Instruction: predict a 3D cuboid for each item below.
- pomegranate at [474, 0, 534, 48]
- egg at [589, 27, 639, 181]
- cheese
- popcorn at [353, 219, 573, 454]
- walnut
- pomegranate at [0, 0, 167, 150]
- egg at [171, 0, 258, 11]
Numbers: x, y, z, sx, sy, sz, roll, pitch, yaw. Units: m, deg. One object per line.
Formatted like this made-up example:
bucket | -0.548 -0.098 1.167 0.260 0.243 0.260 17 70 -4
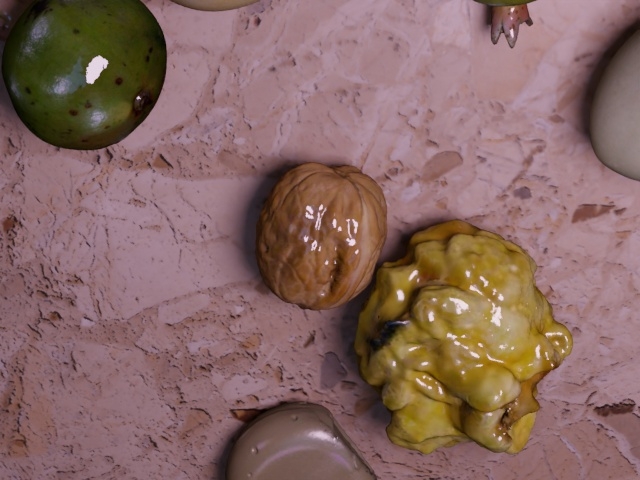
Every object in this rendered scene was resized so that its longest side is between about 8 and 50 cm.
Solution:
pomegranate | 0.210 -0.292 1.201 0.129 0.129 0.159 -31 121 14
egg | 0.409 -0.161 1.216 0.253 0.186 0.186 -34 109 13
cheese | -0.040 0.306 1.488 0.202 0.091 0.175 -37 108 18
popcorn | 0.168 0.125 1.339 0.252 0.215 0.286 16 117 13
walnut | 0.000 0.000 1.321 0.155 0.155 0.184 14 115 -4
pomegranate | -0.280 -0.206 1.232 0.225 0.187 0.187 37 112 16
egg | -0.099 -0.321 1.174 0.201 0.164 0.164 -15 113 3
